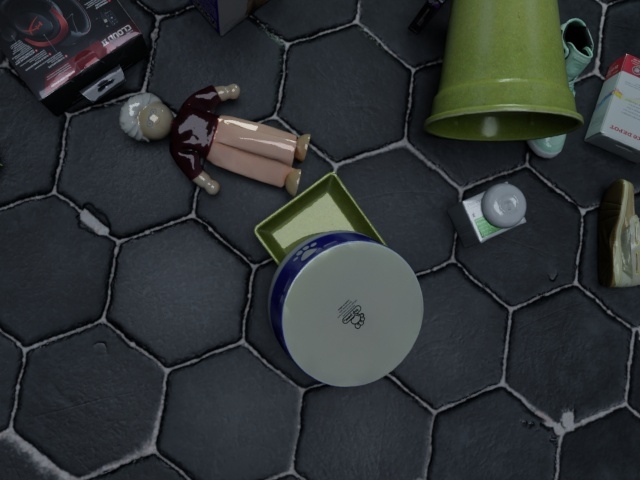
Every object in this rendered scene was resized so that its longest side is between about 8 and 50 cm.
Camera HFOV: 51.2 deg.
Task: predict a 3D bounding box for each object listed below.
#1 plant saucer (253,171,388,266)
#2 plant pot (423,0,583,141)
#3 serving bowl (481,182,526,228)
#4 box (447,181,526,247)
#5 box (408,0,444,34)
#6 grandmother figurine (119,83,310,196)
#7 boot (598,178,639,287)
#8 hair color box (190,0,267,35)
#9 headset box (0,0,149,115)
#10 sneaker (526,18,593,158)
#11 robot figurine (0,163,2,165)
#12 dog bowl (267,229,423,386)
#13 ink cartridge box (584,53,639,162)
[{"bbox_3d":[0.000,0.000,1.249,0.188,0.045,0.188,-37,95,-9],"label":"plant saucer"},{"bbox_3d":[0.325,-0.326,1.197,0.276,0.276,0.254,1,88,-6],"label":"plant pot"},{"bbox_3d":[0.335,-0.064,1.204,0.083,0.027,0.083,1,85,-7],"label":"serving bowl"},{"bbox_3d":[0.313,-0.048,1.266,0.101,0.102,0.087,-24,86,-8],"label":"box"},{"bbox_3d":[0.230,-0.465,1.264,0.029,0.162,0.116,40,83,-6],"label":"box"},{"bbox_3d":[-0.196,-0.194,1.226,0.342,0.104,0.208,14,75,-8],"label":"grandmother figurine"},{"bbox_3d":[0.640,-0.010,1.313,0.165,0.077,0.213,3,90,-5],"label":"boot"},{"bbox_3d":[-0.136,-0.502,1.135,0.185,0.339,0.110,-40,92,-8],"label":"hair color box"},{"bbox_3d":[-0.470,-0.387,1.204,0.218,0.110,0.293,-37,90,-8],"label":"headset box"},{"bbox_3d":[0.455,-0.294,1.279,0.094,0.151,0.256,3,86,-8],"label":"sneaker"},{"bbox_3d":[-0.631,-0.133,1.185,0.115,0.067,0.101,-23,115,-8],"label":"robot figurine"},{"bbox_3d":[0.044,0.120,1.183,0.264,0.104,0.265,-3,101,-16],"label":"dog bowl"},{"bbox_3d":[0.623,-0.260,1.333,0.127,0.072,0.175,22,83,-4],"label":"ink cartridge box"}]
